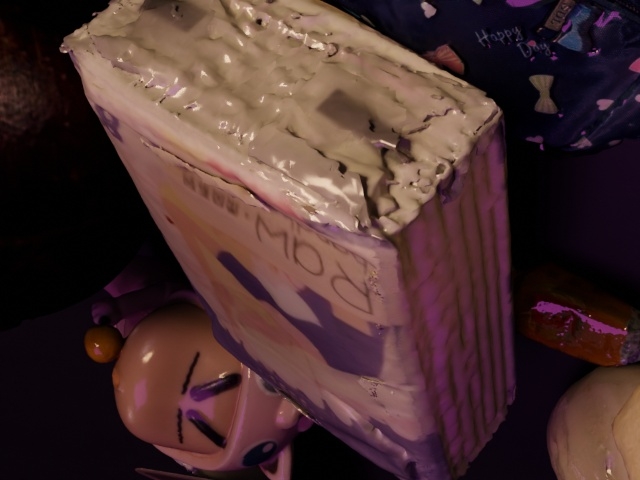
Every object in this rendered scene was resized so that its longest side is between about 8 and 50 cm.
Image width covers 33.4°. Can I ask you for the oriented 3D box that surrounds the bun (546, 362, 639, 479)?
[{"bbox_3d":[0.236,0.175,0.749,0.183,0.102,0.183,25,143,21],"label":"bun"}]

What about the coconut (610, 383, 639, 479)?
[{"bbox_3d":[0.301,0.108,0.477,0.297,0.297,0.255,35,145,5],"label":"coconut"}]

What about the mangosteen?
[{"bbox_3d":[-0.236,-0.091,0.744,0.296,0.314,0.297,26,-179,-1],"label":"mangosteen"}]

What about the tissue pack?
[{"bbox_3d":[0.000,0.000,0.667,0.242,0.125,0.344,34,158,29],"label":"tissue pack"}]

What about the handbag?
[{"bbox_3d":[0.090,-0.157,0.519,0.260,0.113,0.162,37,152,-1],"label":"handbag"}]

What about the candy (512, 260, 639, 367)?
[{"bbox_3d":[0.167,0.047,0.718,0.182,0.046,0.053,25,131,18],"label":"candy"}]

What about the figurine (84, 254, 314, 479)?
[{"bbox_3d":[-0.130,0.103,0.931,0.287,0.186,0.176,35,121,33],"label":"figurine"}]

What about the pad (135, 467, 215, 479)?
[{"bbox_3d":[-0.050,0.272,1.067,0.176,0.002,0.266,-1,154,36],"label":"pad"}]

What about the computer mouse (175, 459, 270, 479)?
[{"bbox_3d":[-0.110,0.213,1.078,0.126,0.056,0.245,31,166,28],"label":"computer mouse"}]
